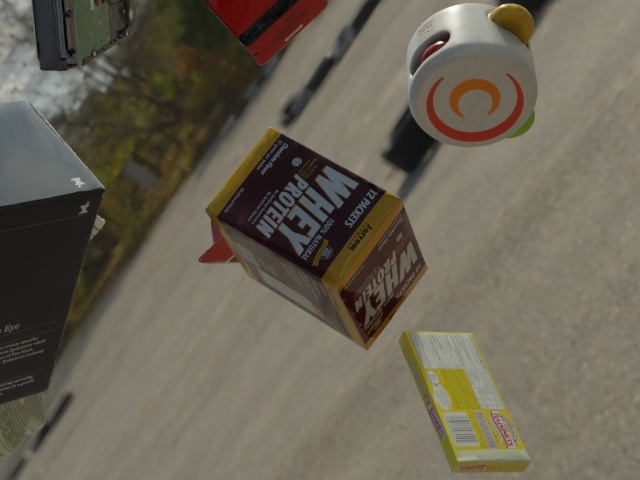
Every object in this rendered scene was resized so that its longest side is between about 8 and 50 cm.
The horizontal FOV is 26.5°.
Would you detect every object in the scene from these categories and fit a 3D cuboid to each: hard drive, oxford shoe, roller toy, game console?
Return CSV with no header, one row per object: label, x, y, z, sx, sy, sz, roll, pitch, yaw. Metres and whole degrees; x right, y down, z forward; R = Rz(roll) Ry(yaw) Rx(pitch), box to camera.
hard drive,-0.351,-0.398,2.022,0.339,0.064,0.236,-70,-21,-69
oxford shoe,-0.513,0.246,2.116,0.130,0.169,0.449,-15,6,0
roller toy,0.225,-0.253,2.043,0.146,0.191,0.209,-89,-5,-47
game console,-0.077,-0.351,2.007,0.144,0.085,0.124,-42,-23,0

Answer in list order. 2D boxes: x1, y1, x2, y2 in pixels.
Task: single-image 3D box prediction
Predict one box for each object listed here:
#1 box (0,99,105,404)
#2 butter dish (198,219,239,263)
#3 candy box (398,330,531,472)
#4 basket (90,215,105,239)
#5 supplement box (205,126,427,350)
box,-0.447,0.039,1.463,0.343,0.179,0.312,-13,-41,-42
butter dish,-0.086,-0.044,1.901,0.160,0.118,0.160,1,-31,-45
candy box,0.175,0.196,1.674,0.027,0.105,0.206,-61,36,37
basket,-0.478,-0.047,2.355,0.103,0.167,0.113,-54,32,-7
supplement box,0.000,0.000,1.608,0.129,0.194,0.191,-53,-26,-14
